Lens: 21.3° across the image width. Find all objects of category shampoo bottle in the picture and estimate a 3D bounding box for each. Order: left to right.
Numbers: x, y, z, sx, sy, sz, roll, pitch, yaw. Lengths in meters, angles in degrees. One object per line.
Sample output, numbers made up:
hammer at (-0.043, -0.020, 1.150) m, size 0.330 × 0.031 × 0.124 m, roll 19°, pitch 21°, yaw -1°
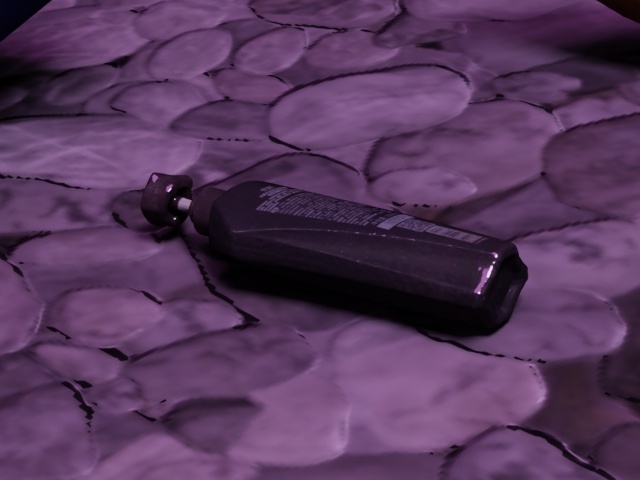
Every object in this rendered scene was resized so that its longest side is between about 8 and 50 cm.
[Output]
shampoo bottle at (0.000, 0.000, 0.558) m, size 0.137 × 0.027 × 0.048 m, roll 14°, pitch 21°, yaw 30°

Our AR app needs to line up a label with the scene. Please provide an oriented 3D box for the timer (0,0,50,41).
timer at (-0.262, -0.081, 0.562) m, size 0.270 × 0.270 × 0.383 m, roll 8°, pitch 46°, yaw 22°

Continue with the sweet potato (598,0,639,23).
sweet potato at (0.239, -0.104, 0.646) m, size 0.355 × 0.095 × 0.106 m, roll 10°, pitch -12°, yaw 22°
